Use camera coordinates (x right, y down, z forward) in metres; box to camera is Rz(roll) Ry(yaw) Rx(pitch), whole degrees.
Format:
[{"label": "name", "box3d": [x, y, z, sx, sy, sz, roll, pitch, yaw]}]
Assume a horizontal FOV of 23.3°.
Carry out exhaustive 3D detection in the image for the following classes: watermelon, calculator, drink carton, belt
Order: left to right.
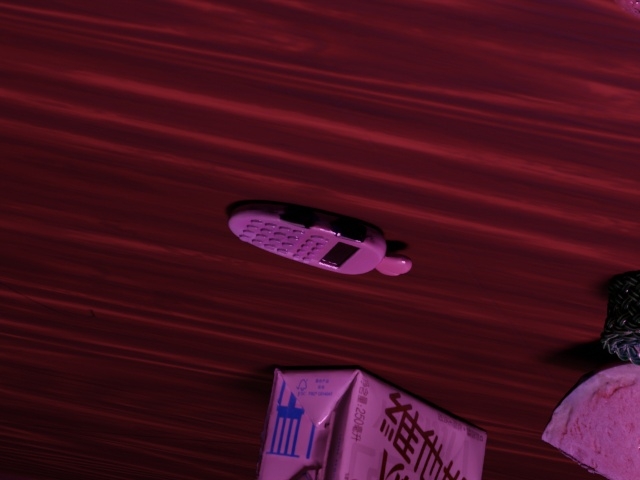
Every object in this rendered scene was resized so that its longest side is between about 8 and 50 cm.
[{"label": "calculator", "box3d": [0.000, 0.000, 1.357, 0.165, 0.024, 0.103, 16, 161, -11]}, {"label": "drink carton", "box3d": [0.069, 0.290, 1.924, 0.132, 0.194, 0.324, -2, 159, 36]}, {"label": "belt", "box3d": [0.319, 0.082, 1.347, 0.151, 0.079, 0.121, 0, 159, 27]}, {"label": "watermelon", "box3d": [0.373, 0.199, 1.518, 0.305, 0.180, 0.224, 26, 163, 39]}]

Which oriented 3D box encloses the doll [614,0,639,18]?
[{"label": "doll", "box3d": [0.283, -0.086, 0.754, 0.303, 0.156, 0.201, 10, 169, 12]}]
